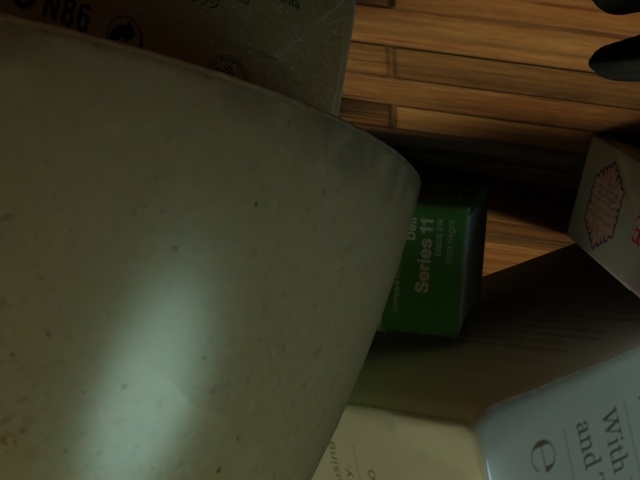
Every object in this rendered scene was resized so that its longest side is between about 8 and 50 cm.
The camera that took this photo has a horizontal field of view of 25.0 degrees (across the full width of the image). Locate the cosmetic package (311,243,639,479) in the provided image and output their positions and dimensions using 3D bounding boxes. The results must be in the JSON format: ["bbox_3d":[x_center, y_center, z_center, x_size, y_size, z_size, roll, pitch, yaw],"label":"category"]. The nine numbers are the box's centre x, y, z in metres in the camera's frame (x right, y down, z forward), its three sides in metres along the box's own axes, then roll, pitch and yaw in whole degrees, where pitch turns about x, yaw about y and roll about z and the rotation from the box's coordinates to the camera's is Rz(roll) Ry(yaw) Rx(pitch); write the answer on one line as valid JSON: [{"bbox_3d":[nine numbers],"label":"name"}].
[{"bbox_3d":[0.186,0.196,0.985,0.394,0.329,0.327,-18,-172,-32],"label":"cosmetic package"}]

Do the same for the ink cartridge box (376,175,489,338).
[{"bbox_3d":[0.000,0.000,0.957,0.209,0.086,0.153,5,-170,10],"label":"ink cartridge box"}]

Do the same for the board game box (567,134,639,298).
[{"bbox_3d":[0.321,0.041,0.699,0.319,0.065,0.318,11,-165,-12],"label":"board game box"}]

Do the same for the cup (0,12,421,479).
[{"bbox_3d":[-0.144,0.068,0.515,0.331,0.236,0.331,8,173,1],"label":"cup"}]

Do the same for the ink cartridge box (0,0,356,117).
[{"bbox_3d":[-0.135,-0.087,0.575,0.193,0.088,0.235,4,172,43],"label":"ink cartridge box"}]

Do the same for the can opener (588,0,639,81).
[{"bbox_3d":[0.131,-0.076,0.457,0.073,0.059,0.186,10,172,-16],"label":"can opener"}]
